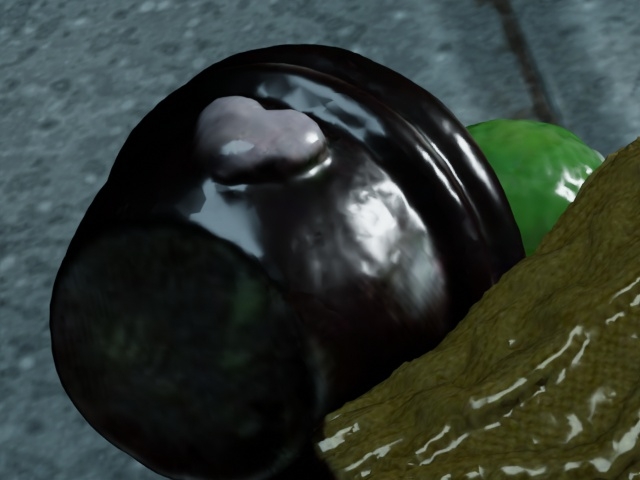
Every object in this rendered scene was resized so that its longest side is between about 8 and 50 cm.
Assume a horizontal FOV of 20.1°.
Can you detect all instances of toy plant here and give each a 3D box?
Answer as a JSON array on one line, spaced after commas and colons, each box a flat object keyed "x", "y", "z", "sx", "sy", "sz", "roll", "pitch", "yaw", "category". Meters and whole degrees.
[{"x": 0.000, "y": 0.000, "z": 0.730, "sx": 0.218, "sy": 0.175, "sz": 0.235, "roll": 12, "pitch": 25, "yaw": 28, "category": "toy plant"}]

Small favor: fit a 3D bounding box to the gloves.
[{"x": 0.169, "y": 0.036, "z": 0.572, "sx": 0.356, "sy": 0.155, "sz": 0.203, "roll": -21, "pitch": 31, "yaw": -7, "category": "gloves"}]
